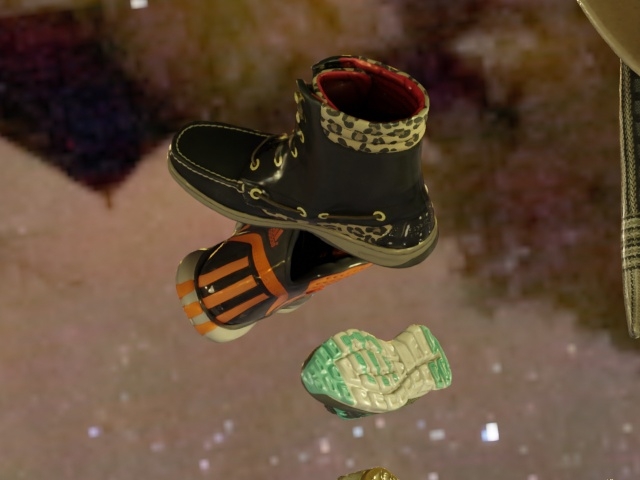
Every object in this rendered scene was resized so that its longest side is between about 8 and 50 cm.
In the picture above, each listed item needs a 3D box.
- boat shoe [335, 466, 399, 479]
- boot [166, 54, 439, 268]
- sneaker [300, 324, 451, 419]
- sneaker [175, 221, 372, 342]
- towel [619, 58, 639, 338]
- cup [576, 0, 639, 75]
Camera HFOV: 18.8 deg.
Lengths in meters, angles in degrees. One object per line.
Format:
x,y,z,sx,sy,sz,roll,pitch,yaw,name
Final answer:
0.072,0.266,1.771,0.048,0.153,0.056,-14,-142,45,boat shoe
-0.015,-0.083,1.516,0.236,0.178,0.085,21,-124,16,boot
0.027,0.104,1.363,0.076,0.065,0.166,-33,162,26,sneaker
0.000,0.000,1.911,0.180,0.124,0.321,-25,-170,26,sneaker
0.326,-0.061,1.578,0.056,0.312,0.324,-7,169,38,towel
0.303,-0.291,1.311,0.237,0.331,0.331,-24,-168,-14,cup
